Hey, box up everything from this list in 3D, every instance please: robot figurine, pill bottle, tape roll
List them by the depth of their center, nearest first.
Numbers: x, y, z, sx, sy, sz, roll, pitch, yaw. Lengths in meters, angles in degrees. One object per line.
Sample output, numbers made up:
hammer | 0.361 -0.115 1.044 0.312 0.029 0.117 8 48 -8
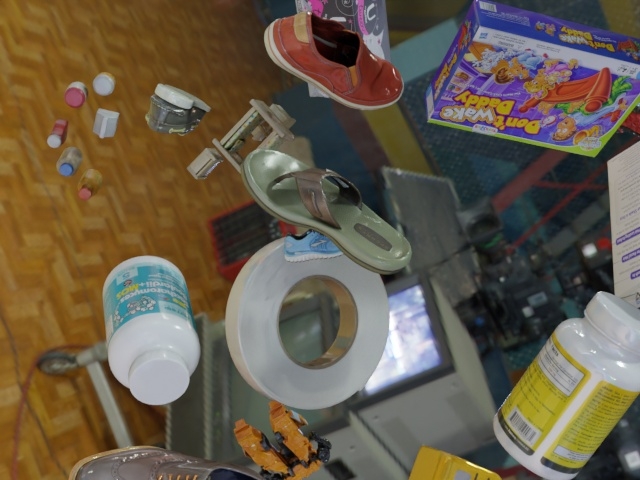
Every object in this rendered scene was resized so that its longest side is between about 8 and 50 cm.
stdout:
pill bottle | -0.277 0.149 1.472 0.146 0.146 0.264 56 4 -35
pill bottle | 0.484 0.269 1.675 0.188 0.334 0.188 26 21 -11
tape roll | -0.021 0.179 1.985 0.072 0.392 0.392 -1 -59 60
robot figurine | -0.095 0.535 2.330 0.291 0.211 0.085 58 3 -45

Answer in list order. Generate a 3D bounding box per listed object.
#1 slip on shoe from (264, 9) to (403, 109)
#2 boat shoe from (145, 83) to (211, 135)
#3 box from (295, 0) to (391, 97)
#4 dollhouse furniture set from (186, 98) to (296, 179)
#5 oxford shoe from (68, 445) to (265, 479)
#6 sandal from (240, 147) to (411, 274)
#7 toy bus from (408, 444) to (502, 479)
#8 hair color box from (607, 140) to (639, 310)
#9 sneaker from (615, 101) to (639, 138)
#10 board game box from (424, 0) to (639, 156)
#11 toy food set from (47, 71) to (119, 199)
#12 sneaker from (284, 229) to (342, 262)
slip on shoe | 0.048 -0.321 1.609 0.331 0.101 0.123 17 64 -45
boat shoe | -0.315 -0.281 1.963 0.109 0.091 0.305 26 7 -1
box | 0.054 -0.446 1.932 0.163 0.142 0.247 -49 138 -47
dollhouse furniture set | -0.129 -0.162 1.702 0.101 0.182 0.161 48 16 9
oxford shoe | -0.258 0.430 1.597 0.364 0.133 0.130 8 71 -24
sandal | 0.019 -0.062 1.398 0.303 0.086 0.120 31 48 3
toy bus | 0.160 0.481 1.302 0.130 0.332 0.108 25 -11 -16
hair color box | 0.660 -0.027 1.741 0.185 0.110 0.339 136 -38 -65
sneaker | 0.731 -0.307 2.028 0.104 0.125 0.262 50 -1 -21
board game box | 0.393 -0.283 1.613 0.233 0.347 0.078 115 -20 -50
toy food set | -0.446 -0.199 1.683 0.104 0.111 0.232 -106 -148 -67
sneaker | 0.000 0.000 1.883 0.063 0.162 0.073 -95 176 -80
